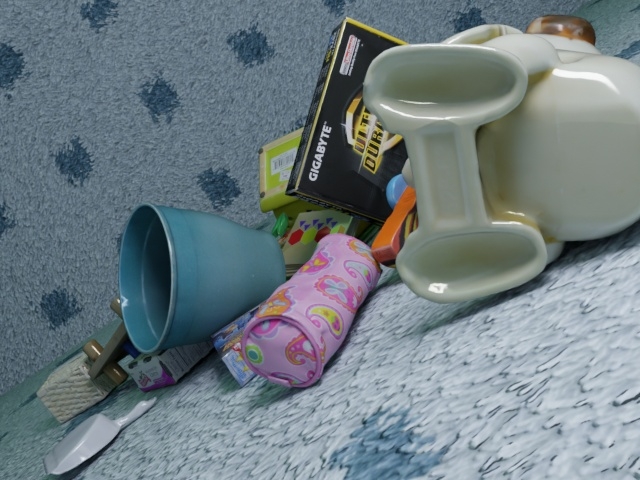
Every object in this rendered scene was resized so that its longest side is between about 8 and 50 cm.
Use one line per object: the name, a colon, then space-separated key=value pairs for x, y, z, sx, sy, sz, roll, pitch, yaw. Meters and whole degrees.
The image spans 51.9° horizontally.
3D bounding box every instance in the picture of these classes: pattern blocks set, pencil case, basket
pattern blocks set: x=0.000 y=0.000 z=1.332 sx=0.325 sy=0.026 sz=0.285 roll=6 pitch=60 yaw=49
pencil case: x=-0.003 y=0.092 z=0.939 sx=0.124 sy=0.124 sz=0.284 roll=-29 pitch=10 yaw=29
basket: x=-0.588 y=0.351 z=1.605 sx=0.167 sy=0.113 sz=0.103 roll=-31 pitch=11 yaw=16

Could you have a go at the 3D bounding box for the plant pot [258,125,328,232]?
plant pot: x=-0.031 y=-0.158 z=1.677 sx=0.228 sy=0.207 sz=0.227 roll=-20 pitch=59 yaw=30

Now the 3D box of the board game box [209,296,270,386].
board game box: x=-0.098 y=0.158 z=1.083 sx=0.194 sy=0.060 sz=0.194 roll=-33 pitch=10 yaw=3

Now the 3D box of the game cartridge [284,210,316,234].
game cartridge: x=0.040 y=-0.102 z=1.916 sx=0.230 sy=0.068 sz=0.355 roll=-40 pitch=11 yaw=-29

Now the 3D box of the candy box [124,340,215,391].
candy box: x=-0.276 y=0.211 z=1.383 sx=0.159 sy=0.071 sz=0.233 roll=-25 pitch=12 yaw=48

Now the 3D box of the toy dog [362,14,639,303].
toy dog: x=0.267 y=-0.160 z=0.820 sx=0.395 sy=0.284 sz=0.408 roll=-15 pitch=17 yaw=25

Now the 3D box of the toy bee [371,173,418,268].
toy bee: x=0.201 y=-0.069 z=1.051 sx=0.298 sy=0.162 sz=0.195 roll=-60 pitch=21 yaw=-5

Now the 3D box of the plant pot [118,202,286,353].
plant pot: x=-0.217 y=0.067 z=1.255 sx=0.255 sy=0.271 sz=0.272 roll=0 pitch=-13 yaw=-36

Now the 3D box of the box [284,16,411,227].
box: x=0.105 y=-0.195 z=1.179 sx=0.079 sy=0.257 sz=0.322 roll=176 pitch=111 yaw=-71

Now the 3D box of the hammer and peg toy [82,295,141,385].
hammer and peg toy: x=-0.383 y=0.162 z=1.504 sx=0.361 sy=0.127 sz=0.266 roll=-49 pitch=-6 yaw=36

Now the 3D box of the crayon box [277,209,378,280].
crayon box: x=0.000 y=-0.004 z=1.522 sx=0.318 sy=0.081 sz=0.202 roll=-25 pitch=12 yaw=39

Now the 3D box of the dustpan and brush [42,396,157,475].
dustpan and brush: x=-0.390 y=0.343 z=1.181 sx=0.211 sy=0.060 sz=0.147 roll=-45 pitch=14 yaw=-22
